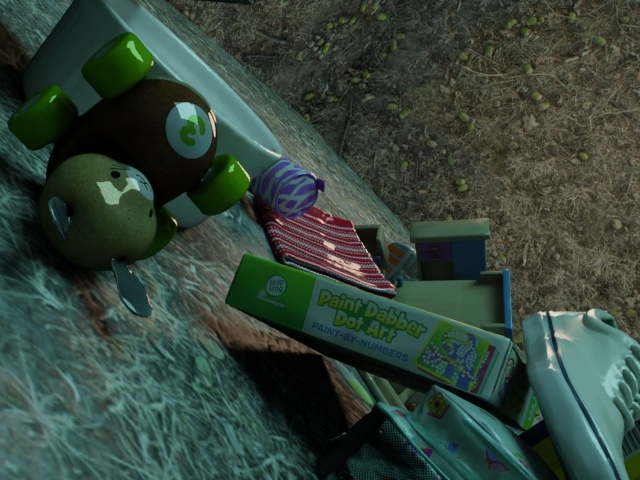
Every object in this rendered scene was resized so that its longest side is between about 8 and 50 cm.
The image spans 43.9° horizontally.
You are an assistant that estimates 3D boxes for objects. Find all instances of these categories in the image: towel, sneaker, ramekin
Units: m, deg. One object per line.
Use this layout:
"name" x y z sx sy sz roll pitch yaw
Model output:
"towel" 0.000 0.000 1.242 0.199 0.031 0.275 22 17 -21
"sneaker" 0.257 0.121 1.659 0.180 0.124 0.321 39 5 -37
"ramekin" -0.184 -0.141 0.866 0.277 0.135 0.277 43 9 -9
"sneaker" 0.216 0.113 0.623 0.258 0.091 0.094 -71 139 -68

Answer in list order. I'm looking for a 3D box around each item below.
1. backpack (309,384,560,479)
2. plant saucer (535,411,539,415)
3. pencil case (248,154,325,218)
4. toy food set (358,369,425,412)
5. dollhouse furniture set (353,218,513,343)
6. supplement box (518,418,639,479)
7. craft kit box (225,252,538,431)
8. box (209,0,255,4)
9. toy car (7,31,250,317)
"backpack" 0.109 0.208 0.589 0.188 0.144 0.166 54 7 30
"plant saucer" 0.342 0.287 1.602 0.188 0.045 0.188 50 11 31
"pencil case" -0.088 -0.113 1.251 0.206 0.088 0.086 42 -38 38
"toy food set" 0.184 0.235 0.955 0.219 0.092 0.306 37 12 -40
"dollhouse furniture set" 0.175 0.135 1.342 0.303 0.286 0.198 -78 162 -52
"supplement box" 0.297 0.301 0.628 0.194 0.195 0.356 41 21 -24
"craft kit box" 0.072 0.102 0.752 0.250 0.061 0.246 17 -14 27
"box" -0.276 -0.401 0.804 0.395 0.212 0.293 10 -1 17
"toy car" -0.146 -0.034 0.583 0.155 0.149 0.188 52 16 -29
